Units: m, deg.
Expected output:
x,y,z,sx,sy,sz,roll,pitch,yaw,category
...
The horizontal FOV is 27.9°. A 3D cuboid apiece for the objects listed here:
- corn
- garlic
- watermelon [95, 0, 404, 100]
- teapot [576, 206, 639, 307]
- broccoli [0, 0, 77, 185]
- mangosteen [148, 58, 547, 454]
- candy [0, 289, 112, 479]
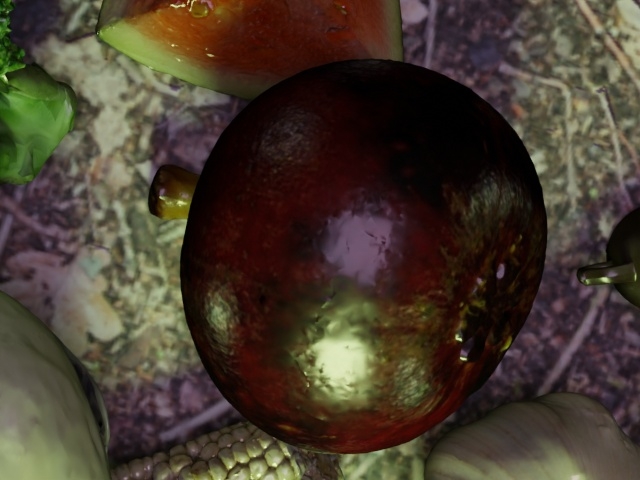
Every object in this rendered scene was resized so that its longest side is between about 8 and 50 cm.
x,y,z,sx,sy,sz,roll,pitch,yaw,category
-0.080,0.170,0.828,0.211,0.087,0.087,-22,97,-3,corn
0.166,0.186,0.782,0.199,0.226,0.199,4,80,-21,garlic
-0.047,-0.161,0.805,0.145,0.137,0.193,-15,98,30,watermelon
0.229,0.015,0.858,0.121,0.068,0.076,-8,96,-6,teapot
-0.249,-0.104,0.713,0.269,0.241,0.261,19,77,36,broccoli
0.000,0.000,0.781,0.261,0.235,0.235,21,93,36,mangosteen
-0.253,0.149,0.733,0.295,0.185,0.295,-3,82,22,candy
